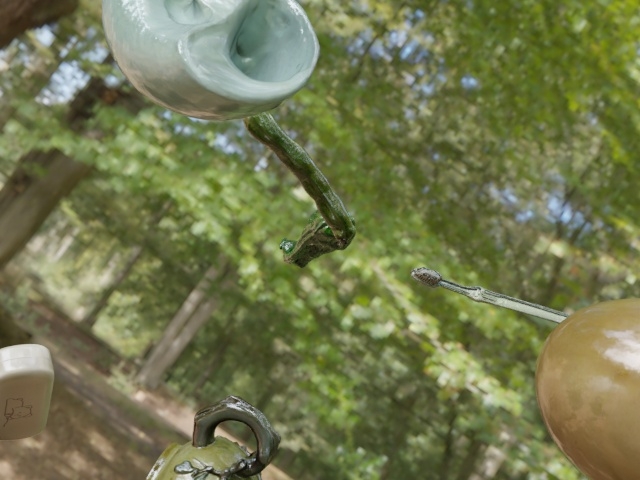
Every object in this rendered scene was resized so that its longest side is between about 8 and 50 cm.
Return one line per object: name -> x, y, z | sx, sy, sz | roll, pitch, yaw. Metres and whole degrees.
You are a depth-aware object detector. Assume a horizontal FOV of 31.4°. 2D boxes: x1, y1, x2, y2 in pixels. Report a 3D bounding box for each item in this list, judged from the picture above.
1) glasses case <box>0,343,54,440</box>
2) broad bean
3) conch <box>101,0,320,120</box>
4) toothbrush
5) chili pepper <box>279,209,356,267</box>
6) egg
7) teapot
glasses case -> -0.396, 0.201, 1.489 | 0.196, 0.083, 0.050 | 113, -32, -52
broad bean -> -0.027, -0.096, 1.619 | 0.256, 0.053, 0.052 | 52, -24, -23
conch -> -0.096, -0.181, 0.998 | 0.121, 0.184, 0.221 | 90, -10, -52
toothbrush -> 0.284, 0.094, 1.837 | 0.294, 0.026, 0.028 | 18, -26, -10
chili pepper -> -0.004, -0.005, 1.918 | 0.100, 0.074, 0.257 | 6, -22, -20
egg -> 0.489, 0.236, 1.625 | 0.374, 0.301, 0.301 | 34, -10, 7
teapot -> -0.110, 0.310, 1.294 | 0.182, 0.269, 0.173 | 25, 15, 10
